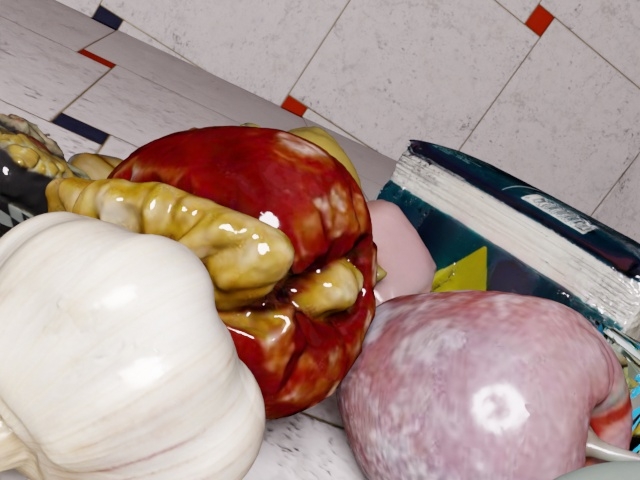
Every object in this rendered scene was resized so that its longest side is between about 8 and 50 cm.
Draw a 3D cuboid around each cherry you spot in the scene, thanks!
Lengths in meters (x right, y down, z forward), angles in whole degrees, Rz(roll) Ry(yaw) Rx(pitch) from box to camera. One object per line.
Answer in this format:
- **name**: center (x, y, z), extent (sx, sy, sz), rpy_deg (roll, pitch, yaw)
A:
- **cherry**: center (0.142, 0.145, 0.626), extent (0.286, 0.212, 0.236), rpy_deg (14, -14, 31)

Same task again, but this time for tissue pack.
- **tissue pack**: center (0.280, 0.049, 1.110), extent (0.416, 0.253, 0.264), rpy_deg (38, 18, 35)

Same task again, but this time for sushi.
- **sushi**: center (-0.287, -0.077, 0.728), extent (0.294, 0.059, 0.292), rpy_deg (38, -1, 32)

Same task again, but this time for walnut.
- **walnut**: center (-0.094, 0.012, 0.603), extent (0.269, 0.221, 0.244), rpy_deg (11, -1, 37)

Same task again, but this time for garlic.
- **garlic**: center (-0.156, 0.095, 0.410), extent (0.199, 0.199, 0.226), rpy_deg (35, 45, 27)

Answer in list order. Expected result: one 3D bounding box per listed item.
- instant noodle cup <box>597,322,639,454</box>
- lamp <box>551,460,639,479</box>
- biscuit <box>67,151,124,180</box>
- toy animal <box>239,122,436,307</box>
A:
- **instant noodle cup**: center (0.328, 0.214, 0.786), extent (0.240, 0.178, 0.240), rpy_deg (27, 14, -7)
- **lamp**: center (0.154, 0.213, 0.378), extent (0.198, 0.244, 0.197), rpy_deg (8, 56, -12)
- **biscuit**: center (-0.148, -0.011, 0.925), extent (0.291, 0.062, 0.237), rpy_deg (35, 15, 27)
- **toy animal**: center (0.001, -0.004, 0.800), extent (0.281, 0.169, 0.195), rpy_deg (45, -15, -9)
